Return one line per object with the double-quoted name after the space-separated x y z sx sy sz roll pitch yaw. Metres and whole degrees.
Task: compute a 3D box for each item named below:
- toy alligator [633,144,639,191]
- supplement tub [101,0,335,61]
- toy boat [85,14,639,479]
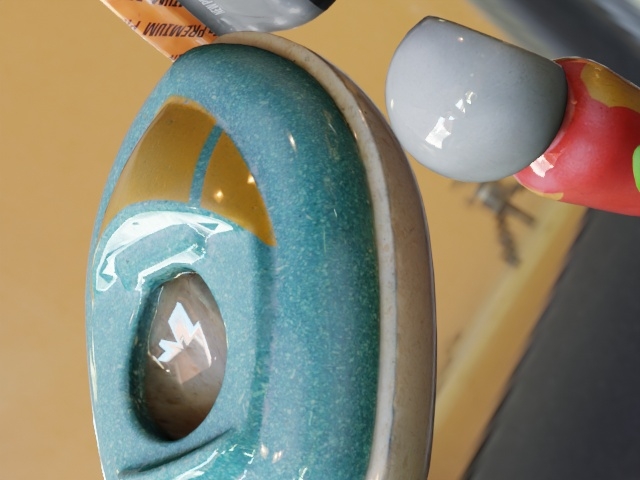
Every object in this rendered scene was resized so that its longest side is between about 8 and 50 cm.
0.153 0.027 0.472 0.051 0.189 0.056 -52 -28 19 "toy alligator"
-0.009 -0.253 1.084 0.316 0.193 0.193 -46 -1 9 "supplement tub"
0.000 0.000 0.833 0.318 0.148 0.267 -29 58 38 "toy boat"
